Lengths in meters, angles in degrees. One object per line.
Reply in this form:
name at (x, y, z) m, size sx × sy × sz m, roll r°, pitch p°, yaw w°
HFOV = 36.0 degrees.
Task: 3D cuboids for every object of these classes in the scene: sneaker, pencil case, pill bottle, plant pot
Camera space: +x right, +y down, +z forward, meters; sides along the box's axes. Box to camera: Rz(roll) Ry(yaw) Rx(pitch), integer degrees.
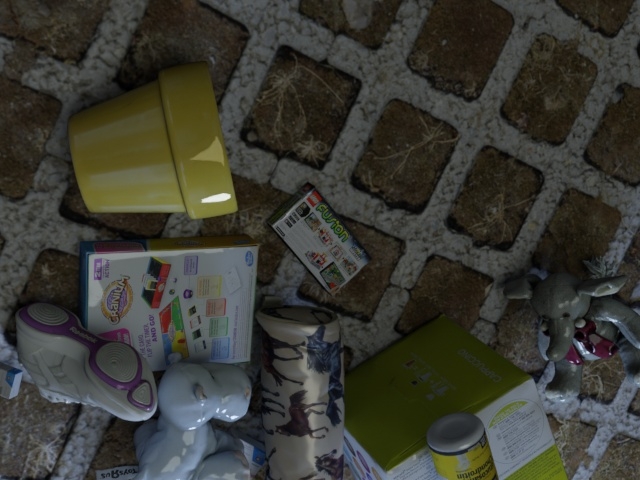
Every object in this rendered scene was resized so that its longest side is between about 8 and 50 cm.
sneaker at (-0.397, 0.227, 1.668) m, size 0.114 × 0.305 × 0.152 m, roll -25°, pitch 140°, yaw -52°
pencil case at (-0.043, 0.315, 1.871) m, size 0.160 × 0.184 × 0.410 m, roll -11°, pitch 104°, yaw -47°
pill bottle at (0.256, 0.403, 1.732) m, size 0.103 × 0.103 × 0.184 m, roll -25°, pitch 114°, yaw -15°
plant pot at (-0.275, -0.147, 1.609) m, size 0.239 × 0.254 × 0.254 m, roll -12°, pitch 114°, yaw -4°

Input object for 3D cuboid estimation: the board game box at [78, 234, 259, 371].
board game box at (-0.276, 0.116, 1.788) m, size 0.317 × 0.064 × 0.242 m, roll -2°, pitch 109°, yaw -25°

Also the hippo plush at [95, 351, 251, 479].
hippo plush at (-0.251, 0.315, 1.777) m, size 0.294 × 0.234 × 0.236 m, roll 3°, pitch 106°, yaw -34°

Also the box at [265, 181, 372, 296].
box at (0.000, 0.000, 1.895) m, size 0.114 × 0.036 × 0.207 m, roll -43°, pitch 120°, yaw -6°

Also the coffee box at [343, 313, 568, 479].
coffee box at (0.245, 0.411, 1.981) m, size 0.338 × 0.338 × 0.334 m, roll -30°, pitch 117°, yaw -13°

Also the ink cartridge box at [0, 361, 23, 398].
ink cartridge box at (-0.562, 0.236, 1.703) m, size 0.083 × 0.028 × 0.048 m, roll 19°, pitch 101°, yaw 11°

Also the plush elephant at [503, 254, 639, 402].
plush elephant at (0.541, 0.171, 2.089) m, size 0.255 × 0.272 × 0.329 m, roll 14°, pitch 73°, yaw -42°

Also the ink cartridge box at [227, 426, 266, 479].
ink cartridge box at (-0.174, 0.449, 1.961) m, size 0.088 × 0.052 × 0.122 m, roll 35°, pitch 92°, yaw -30°
